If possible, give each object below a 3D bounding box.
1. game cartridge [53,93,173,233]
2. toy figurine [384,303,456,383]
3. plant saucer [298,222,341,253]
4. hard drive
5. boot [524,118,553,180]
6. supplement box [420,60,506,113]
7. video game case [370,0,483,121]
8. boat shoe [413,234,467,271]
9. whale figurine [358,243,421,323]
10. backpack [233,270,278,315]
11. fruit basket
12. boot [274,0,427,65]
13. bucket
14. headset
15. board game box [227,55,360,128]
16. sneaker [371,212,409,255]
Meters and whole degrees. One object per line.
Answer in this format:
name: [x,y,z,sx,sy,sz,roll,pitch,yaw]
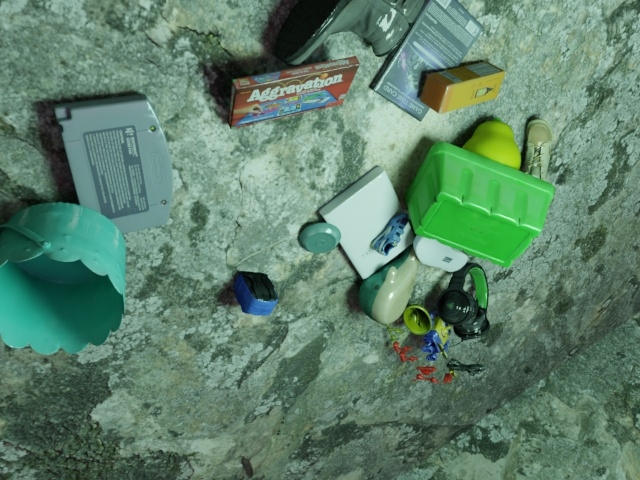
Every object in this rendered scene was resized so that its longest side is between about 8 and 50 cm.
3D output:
game cartridge: [-0.407,-0.148,1.056,0.195,0.060,0.295,-12,129,-21]
toy figurine: [0.386,0.324,1.895,0.363,0.191,0.217,60,39,-21]
plant saucer: [0.000,0.000,1.422,0.119,0.021,0.119,-5,138,-5]
hard drive: [0.146,-0.042,1.501,0.210,0.040,0.319,-37,135,-3]
boot: [0.671,-0.251,1.601,0.165,0.077,0.213,-66,148,-30]
supplement box: [0.368,-0.395,1.321,0.233,0.080,0.078,-20,139,-29]
video game case: [0.265,-0.453,1.274,0.196,0.026,0.274,19,112,-41]
boat shoe: [0.368,0.015,1.643,0.108,0.102,0.301,-48,142,19]
whale figurine: [0.222,0.129,1.640,0.272,0.141,0.216,-57,149,-15]
backpack: [-0.172,0.153,1.390,0.097,0.120,0.101,2,122,-35]
fruit basket: [0.451,-0.157,1.465,0.391,0.392,0.283,-9,145,-27]
boot: [0.079,-0.457,1.095,0.338,0.118,0.222,-43,142,11]
bucket: [-0.520,0.072,1.019,0.280,0.183,0.281,-8,133,-8]
headset: [0.524,0.266,1.791,0.243,0.185,0.395,44,60,-40]
board game box: [-0.060,-0.319,1.114,0.281,0.027,0.145,-18,163,-20]
sneaker: [0.213,-0.015,1.493,0.053,0.059,0.144,26,106,-41]
